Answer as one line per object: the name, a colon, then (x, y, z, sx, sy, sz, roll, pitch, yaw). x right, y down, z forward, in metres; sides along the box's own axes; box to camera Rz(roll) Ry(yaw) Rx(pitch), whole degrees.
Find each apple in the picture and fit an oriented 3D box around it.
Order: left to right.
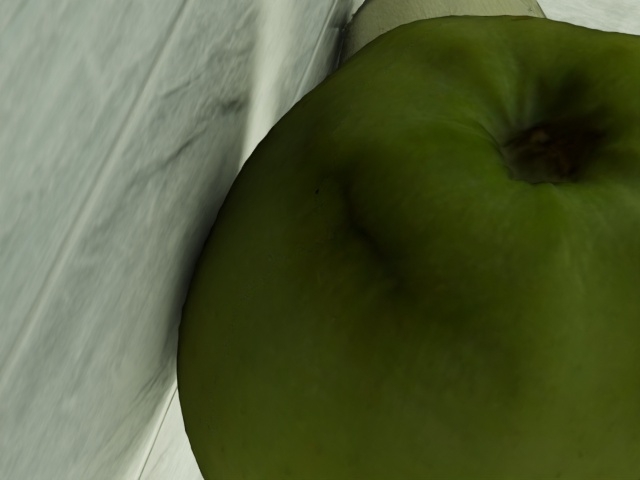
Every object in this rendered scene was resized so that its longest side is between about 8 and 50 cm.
apple: (0.116, 0.068, 0.955, 0.473, 0.474, 0.473, 17, 90, -84)

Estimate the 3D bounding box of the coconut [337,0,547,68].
coconut: (0.142, -0.148, 1.350, 0.245, 0.245, 0.247, 100, -27, -50)
